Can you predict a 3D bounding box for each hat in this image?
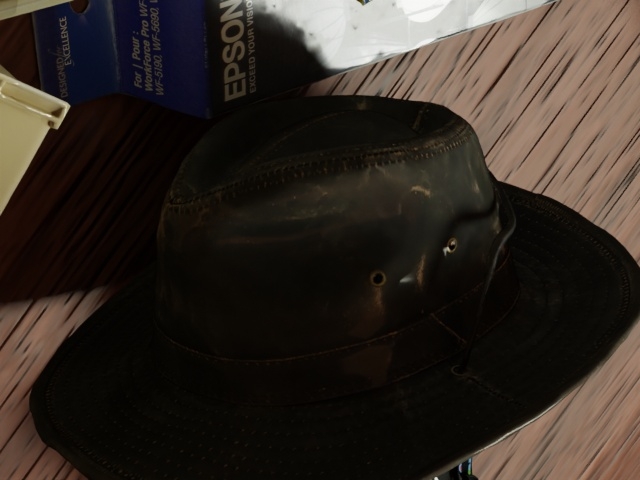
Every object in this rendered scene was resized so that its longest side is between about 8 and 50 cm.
[{"bbox_3d":[0.000,0.000,0.888,0.331,0.331,0.134,-25,122,-24],"label":"hat"}]

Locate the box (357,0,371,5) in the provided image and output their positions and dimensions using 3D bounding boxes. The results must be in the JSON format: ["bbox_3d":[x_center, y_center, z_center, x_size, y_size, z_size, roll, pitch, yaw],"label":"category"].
[{"bbox_3d":[0.068,-0.187,0.894,0.169,0.059,0.054,-29,131,-22],"label":"box"}]

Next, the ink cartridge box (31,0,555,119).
[{"bbox_3d":[0.002,-0.173,0.937,0.332,0.065,0.165,-21,128,-26],"label":"ink cartridge box"}]

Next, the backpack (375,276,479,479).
[{"bbox_3d":[0.030,0.068,1.057,0.117,0.173,0.158,-12,128,21],"label":"backpack"}]

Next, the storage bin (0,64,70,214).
[{"bbox_3d":[-0.292,-0.014,0.764,0.260,0.123,0.262,24,101,-44],"label":"storage bin"}]

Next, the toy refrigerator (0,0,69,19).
[{"bbox_3d":[-0.065,-0.178,0.741,0.102,0.269,0.094,52,37,-45],"label":"toy refrigerator"}]
